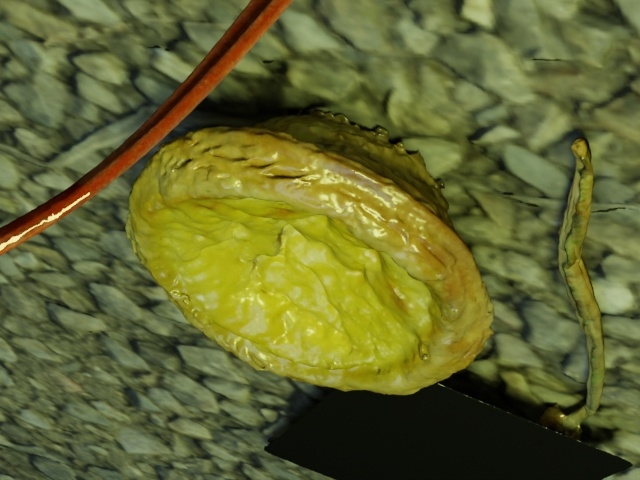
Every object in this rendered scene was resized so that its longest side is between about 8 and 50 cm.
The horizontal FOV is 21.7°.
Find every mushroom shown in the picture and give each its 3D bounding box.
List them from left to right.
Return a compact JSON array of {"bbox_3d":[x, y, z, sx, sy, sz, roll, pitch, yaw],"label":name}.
[{"bbox_3d":[0.128,0.035,0.820,0.026,0.028,0.286,58,167,30],"label":"mushroom"}]

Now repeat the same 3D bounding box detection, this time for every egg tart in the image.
[{"bbox_3d":[0.000,0.000,0.791,0.191,0.074,0.191,18,151,10],"label":"egg tart"}]

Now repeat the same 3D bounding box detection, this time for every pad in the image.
[{"bbox_3d":[0.067,0.129,1.013,0.159,0.009,0.265,23,158,-7],"label":"pad"}]

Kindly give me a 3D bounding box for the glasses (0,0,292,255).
[{"bbox_3d":[-0.093,-0.118,0.462,0.234,0.268,0.118,39,167,-31],"label":"glasses"}]
